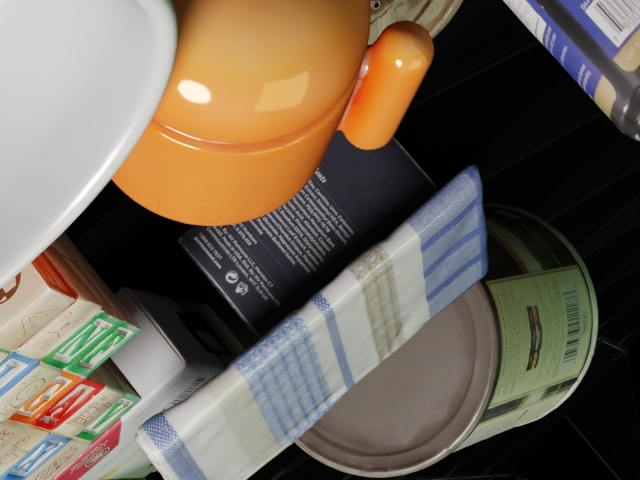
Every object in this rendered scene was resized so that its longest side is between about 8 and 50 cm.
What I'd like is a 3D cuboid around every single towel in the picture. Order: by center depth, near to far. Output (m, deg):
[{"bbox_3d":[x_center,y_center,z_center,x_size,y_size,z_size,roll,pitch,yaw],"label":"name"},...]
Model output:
[{"bbox_3d":[0.000,0.071,1.325,0.285,0.034,0.209,-40,163,-7],"label":"towel"}]

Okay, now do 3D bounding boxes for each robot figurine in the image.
[{"bbox_3d":[-0.044,-0.085,0.905,0.128,0.158,0.219,-46,174,-19],"label":"robot figurine"}]

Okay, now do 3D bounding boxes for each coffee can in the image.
[{"bbox_3d":[0.093,0.073,1.597,0.201,0.201,0.275,-45,165,19],"label":"coffee can"}]

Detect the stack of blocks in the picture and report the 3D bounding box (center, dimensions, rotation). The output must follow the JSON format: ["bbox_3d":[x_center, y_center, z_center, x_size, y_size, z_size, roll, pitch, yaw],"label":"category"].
[{"bbox_3d":[-0.194,0.070,1.098,0.171,0.087,0.297,-40,166,1],"label":"stack of blocks"}]

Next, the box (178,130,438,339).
[{"bbox_3d":[0.000,0.000,1.366,0.158,0.093,0.156,-40,166,-3],"label":"box"}]

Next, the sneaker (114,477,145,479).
[{"bbox_3d":[-0.194,0.181,1.465,0.091,0.126,0.240,-44,-164,-7],"label":"sneaker"}]

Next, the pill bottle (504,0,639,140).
[{"bbox_3d":[0.122,-0.163,0.917,0.123,0.219,0.123,-37,166,-11],"label":"pill bottle"}]

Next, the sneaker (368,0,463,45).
[{"bbox_3d":[0.013,-0.120,1.086,0.188,0.066,0.071,-45,164,19],"label":"sneaker"}]

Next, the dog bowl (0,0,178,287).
[{"bbox_3d":[-0.188,-0.043,0.736,0.265,0.104,0.265,-37,165,-12],"label":"dog bowl"}]

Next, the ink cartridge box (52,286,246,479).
[{"bbox_3d":[-0.132,0.105,1.388,0.127,0.072,0.175,-42,166,8],"label":"ink cartridge box"}]
